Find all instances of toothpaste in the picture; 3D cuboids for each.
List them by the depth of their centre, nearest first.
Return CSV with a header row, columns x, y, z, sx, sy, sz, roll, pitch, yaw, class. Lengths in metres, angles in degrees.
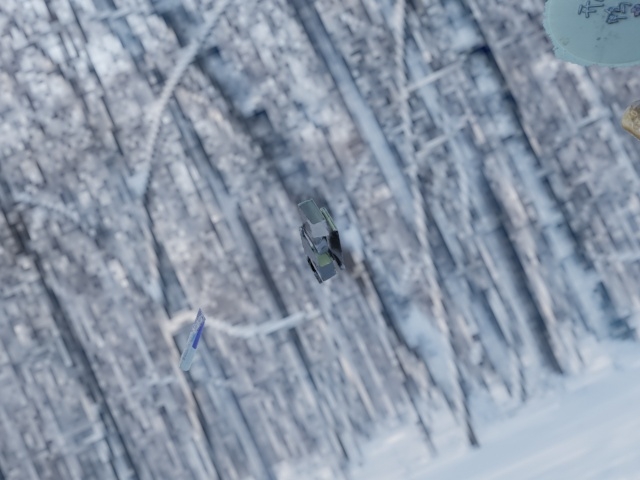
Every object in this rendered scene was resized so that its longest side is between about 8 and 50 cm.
x,y,z,sx,sy,sz,roll,pitch,yaw,class
-0.156,0.123,1.816,0.015,0.024,0.083,5,-60,-28,toothpaste

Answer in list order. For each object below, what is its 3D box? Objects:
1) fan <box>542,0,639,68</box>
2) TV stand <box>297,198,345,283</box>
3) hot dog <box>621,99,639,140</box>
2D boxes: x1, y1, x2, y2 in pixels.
x,y,z,sx,sy,sz,roll,pitch,yaw,class
0.479,-0.316,1.878,0.414,0.233,0.012,-2,-34,27,fan
0.000,0.000,1.887,0.042,0.036,0.249,-28,-17,-5,TV stand
0.368,-0.081,1.406,0.066,0.216,0.047,-5,-55,-27,hot dog
